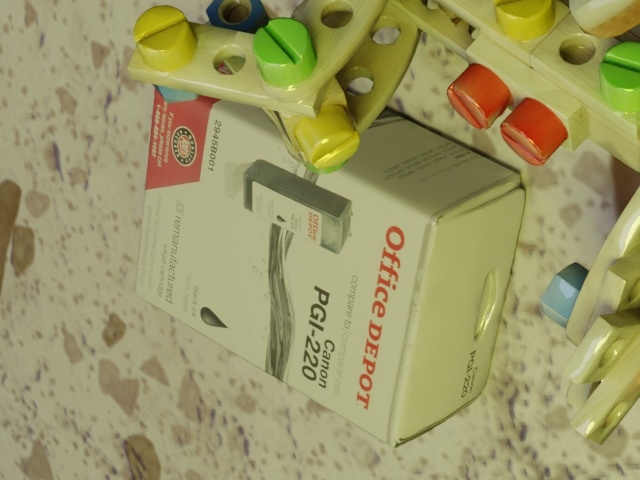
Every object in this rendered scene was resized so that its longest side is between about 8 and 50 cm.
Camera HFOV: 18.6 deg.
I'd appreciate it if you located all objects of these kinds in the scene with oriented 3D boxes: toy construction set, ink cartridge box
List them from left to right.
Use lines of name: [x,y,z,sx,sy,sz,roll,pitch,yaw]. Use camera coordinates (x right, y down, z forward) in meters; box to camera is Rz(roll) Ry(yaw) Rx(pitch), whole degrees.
ink cartridge box: [0.000,0.000,1.160,0.218,0.092,0.158,27,124,30]
toy construction set: [0.085,-0.062,0.976,0.328,0.215,0.151,42,166,11]

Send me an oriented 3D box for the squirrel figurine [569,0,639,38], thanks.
squirrel figurine: [0.266,-0.106,0.732,0.370,0.281,0.397,-13,91,57]
